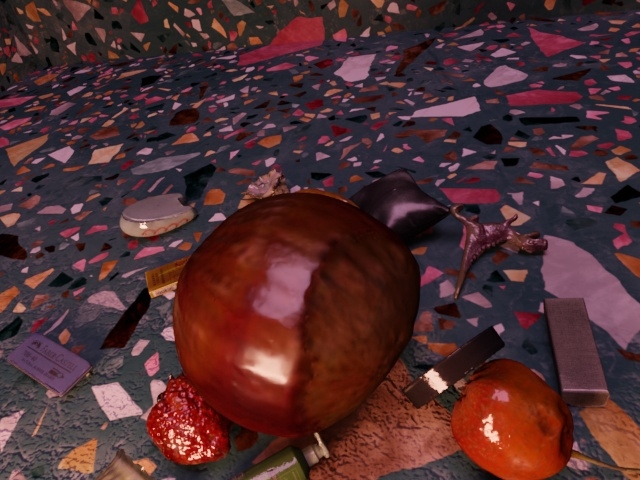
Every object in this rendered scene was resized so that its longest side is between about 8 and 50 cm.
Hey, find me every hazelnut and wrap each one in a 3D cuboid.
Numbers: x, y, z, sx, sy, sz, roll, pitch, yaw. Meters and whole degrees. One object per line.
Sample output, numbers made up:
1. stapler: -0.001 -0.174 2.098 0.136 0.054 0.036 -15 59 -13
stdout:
1. hazelnut: -0.048 0.108 0.819 0.421 0.352 0.420 -10 60 19

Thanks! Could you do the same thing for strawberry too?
1. strawberry: -0.221 0.305 0.818 0.131 0.131 0.148 -30 35 -21

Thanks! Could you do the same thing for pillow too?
1. pillow: 0.181 -0.087 1.200 0.186 0.106 0.249 -30 37 0

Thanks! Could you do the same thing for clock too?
1. clock: 0.216 0.206 0.785 0.185 0.184 0.040 -28 68 -19

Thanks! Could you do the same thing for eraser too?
1. eraser: -0.575 0.260 1.027 0.225 0.036 0.082 16 48 29

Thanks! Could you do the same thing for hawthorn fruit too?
1. hawthorn fruit: 0.336 0.295 0.710 0.286 0.165 0.165 30 50 9

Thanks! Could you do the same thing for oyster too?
1. oyster: -0.144 -0.147 1.395 0.133 0.071 0.209 -38 26 -20

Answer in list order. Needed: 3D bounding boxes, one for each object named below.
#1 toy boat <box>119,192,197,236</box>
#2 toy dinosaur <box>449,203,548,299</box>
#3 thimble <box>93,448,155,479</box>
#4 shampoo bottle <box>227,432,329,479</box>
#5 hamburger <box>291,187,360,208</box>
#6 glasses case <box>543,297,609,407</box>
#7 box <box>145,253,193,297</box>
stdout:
1. toy boat: -0.460 -0.064 1.376 0.208 0.078 0.134 -21 46 -29
2. toy dinosaur: 0.357 0.003 1.081 0.252 0.072 0.199 -15 47 -17
3. thimble: -0.208 0.401 0.583 0.271 0.270 0.150 19 50 33
4. shampoo bottle: -0.080 0.368 0.749 0.205 0.065 0.065 -25 41 -15
5. hamburger: 0.000 0.000 1.096 0.245 0.162 0.244 -6 39 4
6. glasses case: 0.442 0.189 0.849 0.071 0.047 0.204 -3 40 17
7. box: -0.349 0.081 1.197 0.156 0.022 0.089 -22 42 -13
